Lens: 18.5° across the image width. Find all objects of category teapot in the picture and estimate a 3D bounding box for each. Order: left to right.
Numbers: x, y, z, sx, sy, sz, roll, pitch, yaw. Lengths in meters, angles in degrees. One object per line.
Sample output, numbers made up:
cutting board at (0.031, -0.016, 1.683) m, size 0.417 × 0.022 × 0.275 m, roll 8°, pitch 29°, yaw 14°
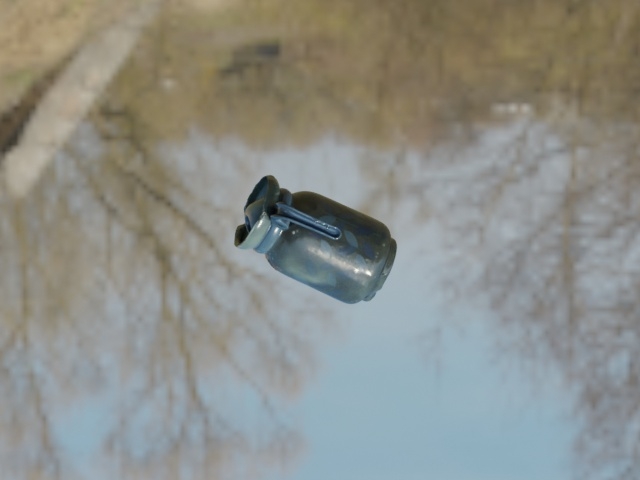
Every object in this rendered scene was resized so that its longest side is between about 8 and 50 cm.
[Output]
teapot at (-0.002, 0.003, 1.054) m, size 0.083 × 0.049 × 0.063 m, roll 23°, pitch -161°, yaw -15°
